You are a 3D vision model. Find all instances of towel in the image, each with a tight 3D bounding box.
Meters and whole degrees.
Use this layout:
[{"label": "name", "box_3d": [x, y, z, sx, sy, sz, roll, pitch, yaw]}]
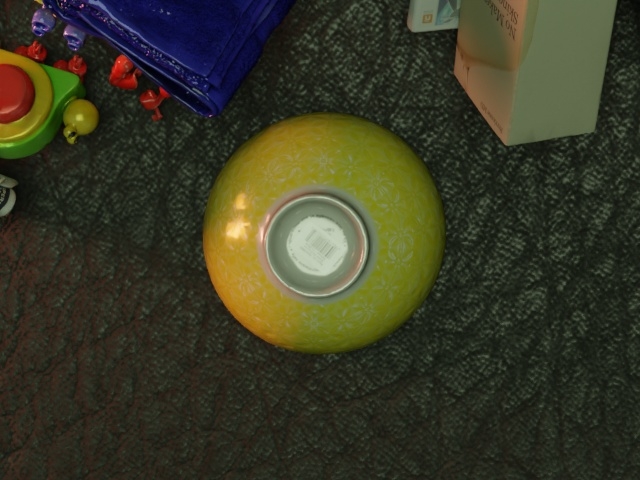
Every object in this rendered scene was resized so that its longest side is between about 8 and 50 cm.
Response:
[{"label": "towel", "box_3d": [-0.131, -0.305, 1.780, 0.228, 0.076, 0.308, 35, 56, -6]}]

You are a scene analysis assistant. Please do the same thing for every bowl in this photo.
[{"label": "bowl", "box_3d": [0.000, 0.000, 1.853, 0.290, 0.156, 0.289, 0, 96, 3]}]

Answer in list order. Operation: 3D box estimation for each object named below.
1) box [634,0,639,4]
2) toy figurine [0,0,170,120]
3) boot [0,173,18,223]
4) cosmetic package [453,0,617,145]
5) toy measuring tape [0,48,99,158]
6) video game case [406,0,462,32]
[{"label": "box", "box_3d": [0.479, -0.347, 1.742, 0.073, 0.295, 0.293, 28, 97, 46]}, {"label": "toy figurine", "box_3d": [-0.289, -0.319, 1.874, 0.363, 0.191, 0.217, 22, 68, -1]}, {"label": "boot", "box_3d": [-0.394, -0.076, 1.824, 0.123, 0.258, 0.095, 30, 84, -3]}, {"label": "cosmetic package", "box_3d": [0.231, -0.274, 1.723, 0.113, 0.160, 0.309, -10, 129, -16]}, {"label": "toy measuring tape", "box_3d": [-0.415, -0.171, 1.884, 0.330, 0.121, 0.121, 17, 97, 8]}, {"label": "video game case", "box_3d": [0.201, -0.320, 1.795, 0.201, 0.023, 0.183, -8, 130, -18]}]
